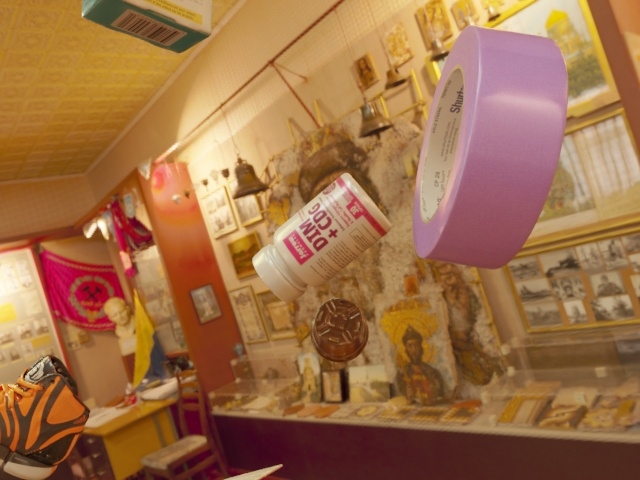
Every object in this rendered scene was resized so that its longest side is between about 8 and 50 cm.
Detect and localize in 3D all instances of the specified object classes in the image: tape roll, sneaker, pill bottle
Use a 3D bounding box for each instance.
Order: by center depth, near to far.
[{"bbox_3d":[0.186,-0.106,0.591,0.090,0.274,0.275,9,-1,1],"label":"tape roll"},{"bbox_3d":[-0.531,0.249,0.798,0.180,0.321,0.125,-55,35,-8],"label":"sneaker"},{"bbox_3d":[0.000,0.000,1.073,0.283,0.160,0.160,-40,-5,8],"label":"pill bottle"}]

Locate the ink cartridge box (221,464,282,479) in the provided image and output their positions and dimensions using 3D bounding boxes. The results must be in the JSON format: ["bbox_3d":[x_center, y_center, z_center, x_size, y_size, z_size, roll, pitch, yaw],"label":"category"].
[{"bbox_3d":[-0.218,0.426,0.728,0.275,0.060,0.239,-29,-18,31],"label":"ink cartridge box"}]

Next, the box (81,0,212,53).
[{"bbox_3d":[-0.154,-0.313,0.451,0.060,0.244,0.101,-3,-6,44],"label":"box"}]

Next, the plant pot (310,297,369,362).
[{"bbox_3d":[0.049,0.233,1.310,0.167,0.167,0.165,-18,-20,-3],"label":"plant pot"}]
